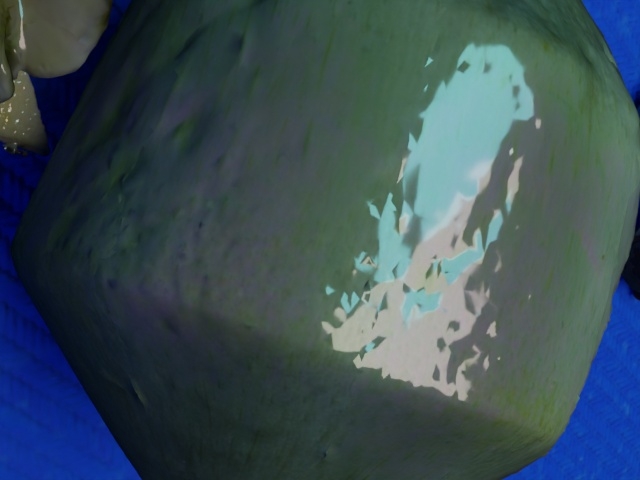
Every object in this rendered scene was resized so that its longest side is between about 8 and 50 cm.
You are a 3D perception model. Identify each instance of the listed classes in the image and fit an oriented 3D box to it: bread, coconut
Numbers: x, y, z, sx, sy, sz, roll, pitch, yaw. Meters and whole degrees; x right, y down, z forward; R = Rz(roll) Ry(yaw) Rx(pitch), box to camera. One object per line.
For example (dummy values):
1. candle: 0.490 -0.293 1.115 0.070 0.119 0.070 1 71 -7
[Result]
1. bread: -0.190 -0.065 0.557 0.109 0.084 0.080 -22 115 -33
2. coconut: 0.000 0.000 0.598 0.281 0.328 0.328 26 87 -33

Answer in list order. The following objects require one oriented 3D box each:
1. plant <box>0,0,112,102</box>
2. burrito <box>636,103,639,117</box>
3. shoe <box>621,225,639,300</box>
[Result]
1. plant: -0.133 -0.174 0.420 0.297 0.261 0.305 7 96 -27
2. burrito: 0.308 -0.135 0.965 0.188 0.045 0.058 -46 120 -16
3. shoe: 0.296 0.004 0.982 0.069 0.072 0.109 -6 108 -32
